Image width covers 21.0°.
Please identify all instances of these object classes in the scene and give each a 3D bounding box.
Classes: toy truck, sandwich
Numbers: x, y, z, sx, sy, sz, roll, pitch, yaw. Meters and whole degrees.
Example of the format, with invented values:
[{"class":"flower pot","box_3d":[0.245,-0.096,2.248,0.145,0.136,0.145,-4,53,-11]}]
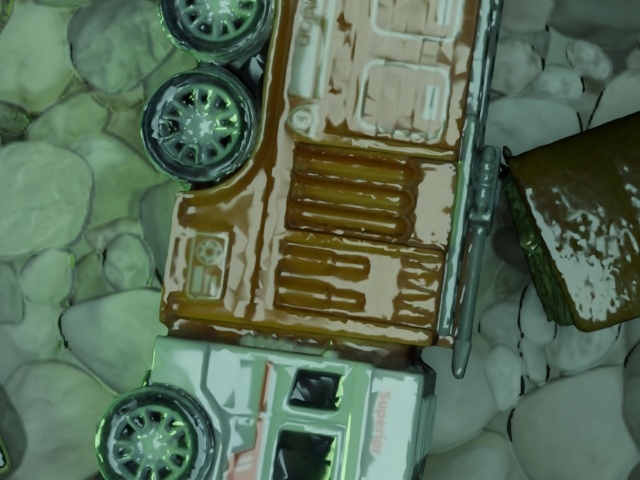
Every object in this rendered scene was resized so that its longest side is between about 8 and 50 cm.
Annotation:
[{"class":"toy truck","box_3d":[0.000,0.000,1.042,0.206,0.173,0.388,8,89,8]},{"class":"sandwich","box_3d":[0.236,-0.033,1.107,0.235,0.122,0.128,-20,87,-6]}]

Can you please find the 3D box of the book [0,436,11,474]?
[{"class":"book","box_3d":[-0.313,0.073,1.104,0.160,0.024,0.228,-23,89,-5]}]
